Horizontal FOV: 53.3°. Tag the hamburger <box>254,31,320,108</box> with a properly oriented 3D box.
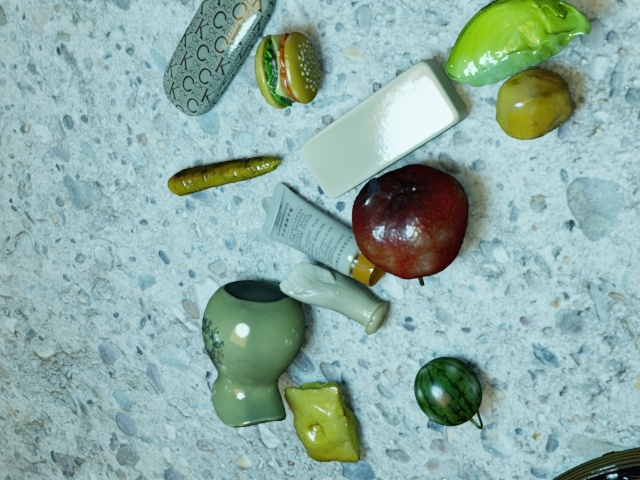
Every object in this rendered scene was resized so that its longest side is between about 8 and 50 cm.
[{"bbox_3d":[-0.067,-0.351,1.311,0.115,0.162,0.161,-5,104,22],"label":"hamburger"}]

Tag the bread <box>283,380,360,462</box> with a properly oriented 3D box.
[{"bbox_3d":[0.013,0.445,1.581,0.161,0.088,0.232,-4,108,33],"label":"bread"}]

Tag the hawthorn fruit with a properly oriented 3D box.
[{"bbox_3d":[0.179,-0.009,1.276,0.230,0.210,0.265,3,123,20],"label":"hawthorn fruit"}]

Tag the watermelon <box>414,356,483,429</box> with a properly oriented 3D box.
[{"bbox_3d":[0.288,0.338,1.372,0.187,0.141,0.140,46,121,3],"label":"watermelon"}]

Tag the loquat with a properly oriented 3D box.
[{"bbox_3d":[0.382,-0.243,1.145,0.137,0.113,0.137,1,129,1],"label":"loquat"}]

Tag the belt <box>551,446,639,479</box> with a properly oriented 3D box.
[{"bbox_3d":[0.584,0.511,1.230,0.339,0.217,0.122,-31,92,30],"label":"belt"}]

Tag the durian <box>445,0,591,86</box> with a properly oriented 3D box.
[{"bbox_3d":[0.336,-0.356,1.123,0.250,0.101,0.139,-22,80,31],"label":"durian"}]

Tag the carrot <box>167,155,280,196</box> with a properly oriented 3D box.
[{"bbox_3d":[-0.230,-0.160,1.508,0.315,0.066,0.066,-9,102,29],"label":"carrot"}]

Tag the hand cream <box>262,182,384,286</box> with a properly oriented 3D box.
[{"bbox_3d":[0.000,0.000,1.435,0.314,0.089,0.139,31,117,19],"label":"hand cream"}]

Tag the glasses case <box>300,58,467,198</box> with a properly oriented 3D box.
[{"bbox_3d":[0.121,-0.221,1.301,0.337,0.076,0.143,-29,93,31],"label":"glasses case"}]

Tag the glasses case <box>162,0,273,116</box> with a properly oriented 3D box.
[{"bbox_3d":[-0.231,-0.429,1.405,0.137,0.085,0.354,45,121,6],"label":"glasses case"}]

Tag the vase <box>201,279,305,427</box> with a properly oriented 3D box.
[{"bbox_3d":[-0.182,0.245,1.539,0.329,0.241,0.302,28,116,57],"label":"vase"}]

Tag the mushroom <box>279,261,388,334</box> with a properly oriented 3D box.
[{"bbox_3d":[0.037,0.120,1.444,0.247,0.108,0.096,26,115,3],"label":"mushroom"}]
